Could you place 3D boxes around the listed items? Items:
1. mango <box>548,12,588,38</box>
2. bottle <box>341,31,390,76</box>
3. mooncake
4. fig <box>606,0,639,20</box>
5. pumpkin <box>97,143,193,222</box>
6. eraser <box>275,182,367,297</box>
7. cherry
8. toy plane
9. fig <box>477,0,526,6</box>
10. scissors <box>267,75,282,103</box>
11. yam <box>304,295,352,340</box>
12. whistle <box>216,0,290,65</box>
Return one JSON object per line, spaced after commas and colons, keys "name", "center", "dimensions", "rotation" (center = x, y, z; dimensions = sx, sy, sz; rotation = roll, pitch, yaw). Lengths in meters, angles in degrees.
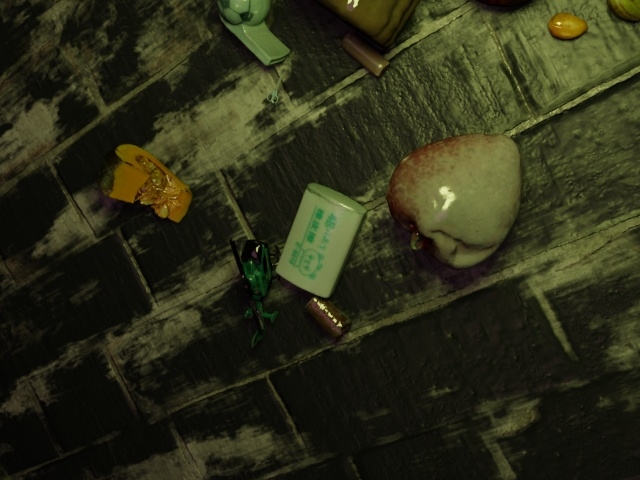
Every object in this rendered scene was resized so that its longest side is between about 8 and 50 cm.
{"name": "mango", "center": [0.589, -0.510, 1.377], "dimensions": [0.089, 0.046, 0.059], "rotation": [9, 103, 15]}
{"name": "bottle", "center": [0.121, -0.500, 1.556], "dimensions": [0.140, 0.053, 0.053], "rotation": [43, 112, 8]}
{"name": "mooncake", "center": [0.084, -0.625, 1.404], "dimensions": [0.324, 0.324, 0.187], "rotation": [38, 106, 10]}
{"name": "fig", "center": [0.716, -0.521, 1.306], "dimensions": [0.093, 0.093, 0.166], "rotation": [-33, 92, 23]}
{"name": "pumpkin", "center": [-0.558, -0.175, 1.809], "dimensions": [0.280, 0.190, 0.139], "rotation": [40, 111, 8]}
{"name": "eraser", "center": [0.000, 0.000, 1.680], "dimensions": [0.189, 0.104, 0.289], "rotation": [25, 109, 11]}
{"name": "cherry", "center": [0.341, -0.094, 1.428], "dimensions": [0.335, 0.291, 0.326], "rotation": [-17, 81, 3]}
{"name": "toy plane", "center": [-0.195, 0.138, 1.759], "dimensions": [0.107, 0.155, 0.381], "rotation": [8, 120, 19]}
{"name": "fig", "center": [0.438, -0.659, 1.306], "dimensions": [0.224, 0.224, 0.263], "rotation": [45, 115, 8]}
{"name": "scissors", "center": [-0.128, -0.442, 1.689], "dimensions": [0.036, 0.006, 0.083], "rotation": [29, 109, 11]}
{"name": "yam", "center": [0.025, 0.227, 1.731], "dimensions": [0.141, 0.079, 0.079], "rotation": [44, 112, 9]}
{"name": "whistle", "center": [-0.188, -0.638, 1.594], "dimensions": [0.289, 0.163, 0.163], "rotation": [45, 113, 5]}
